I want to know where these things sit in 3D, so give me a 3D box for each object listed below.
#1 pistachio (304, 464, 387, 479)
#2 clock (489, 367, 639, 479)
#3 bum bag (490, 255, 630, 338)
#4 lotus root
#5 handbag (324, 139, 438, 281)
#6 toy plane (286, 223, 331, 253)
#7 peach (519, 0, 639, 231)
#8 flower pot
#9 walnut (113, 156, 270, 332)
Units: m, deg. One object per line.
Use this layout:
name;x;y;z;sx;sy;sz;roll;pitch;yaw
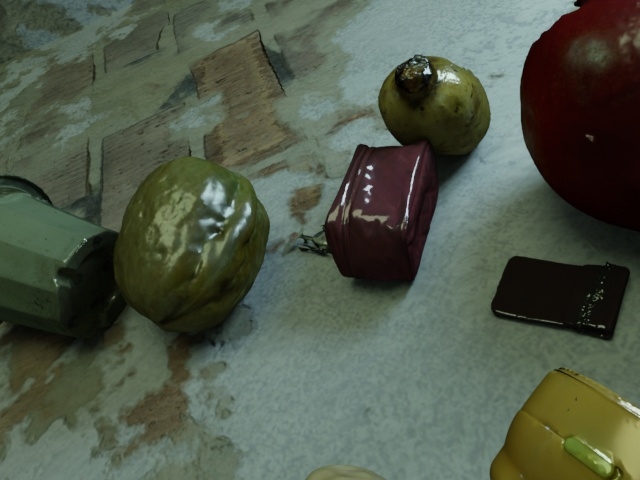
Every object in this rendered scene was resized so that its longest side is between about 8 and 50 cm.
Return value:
pistachio;0.059;0.345;0.580;0.187;0.187;0.299;-29;35;-4
clock;0.283;0.248;0.523;0.200;0.244;0.317;-48;41;-1
bum bag;0.313;0.067;0.842;0.159;0.026;0.109;8;52;32
lotus root;0.185;-0.213;1.028;0.160;0.284;0.146;-22;72;19
handbag;0.098;-0.047;0.973;0.135;0.146;0.225;2;51;23
toy plane;0.000;0.000;1.059;0.120;0.031;0.049;12;62;31
peach;0.456;-0.162;0.779;0.405;0.335;0.310;-2;67;18
flower pot;-0.476;0.047;1.099;0.259;0.290;0.290;14;54;19
walnut;-0.206;0.008;1.003;0.283;0.227;0.283;-23;45;24
